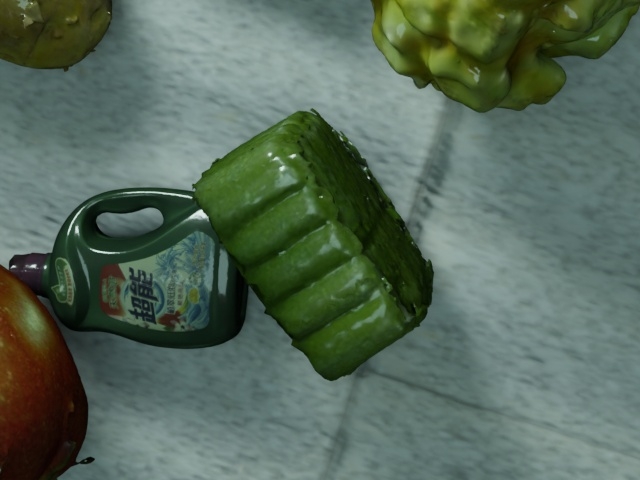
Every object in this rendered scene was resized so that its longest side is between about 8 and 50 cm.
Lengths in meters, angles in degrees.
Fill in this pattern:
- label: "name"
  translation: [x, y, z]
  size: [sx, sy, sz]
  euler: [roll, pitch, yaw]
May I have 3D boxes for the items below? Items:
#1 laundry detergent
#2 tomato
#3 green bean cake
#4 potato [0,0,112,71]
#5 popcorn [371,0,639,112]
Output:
- label: "laundry detergent"
  translation: [-0.177, 0.021, 1.526]
  size: [0.221, 0.078, 0.144]
  euler: [6, 101, 9]
- label: "tomato"
  translation: [-0.354, 0.142, 1.464]
  size: [0.303, 0.303, 0.239]
  euler: [-27, 82, 13]
- label: "green bean cake"
  translation: [0.000, 0.000, 1.430]
  size: [0.113, 0.200, 0.214]
  euler: [-34, 96, 14]
- label: "potato"
  translation: [-0.304, -0.266, 1.449]
  size: [0.296, 0.141, 0.191]
  euler: [39, 107, -4]
- label: "popcorn"
  translation: [0.145, -0.271, 1.309]
  size: [0.274, 0.279, 0.335]
  euler: [34, 121, 40]
